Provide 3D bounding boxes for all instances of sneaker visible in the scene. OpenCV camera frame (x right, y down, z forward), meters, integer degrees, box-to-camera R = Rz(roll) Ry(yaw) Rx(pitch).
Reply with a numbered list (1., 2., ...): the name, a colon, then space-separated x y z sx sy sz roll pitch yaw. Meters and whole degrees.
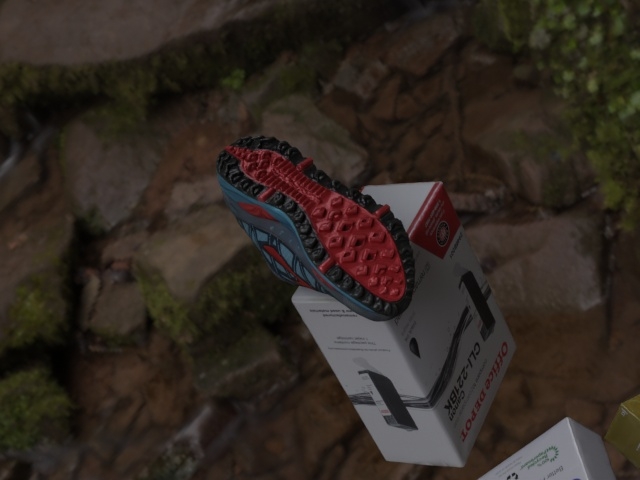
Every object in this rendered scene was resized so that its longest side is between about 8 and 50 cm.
1. sneaker: 0.000 0.000 1.100 0.104 0.125 0.262 -34 58 -23

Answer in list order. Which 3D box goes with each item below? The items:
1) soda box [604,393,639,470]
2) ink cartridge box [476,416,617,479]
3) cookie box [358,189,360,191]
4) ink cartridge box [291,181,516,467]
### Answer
1. soda box: 0.406 0.248 1.180 0.061 0.058 0.181 -15 43 -35
2. ink cartridge box: 0.220 0.355 0.960 0.176 0.069 0.371 -43 32 28
3. cookie box: 0.093 -0.023 1.608 0.040 0.107 0.092 -43 62 20
4. ink cartridge box: 0.107 0.099 1.230 0.114 0.273 0.197 -1 41 36
